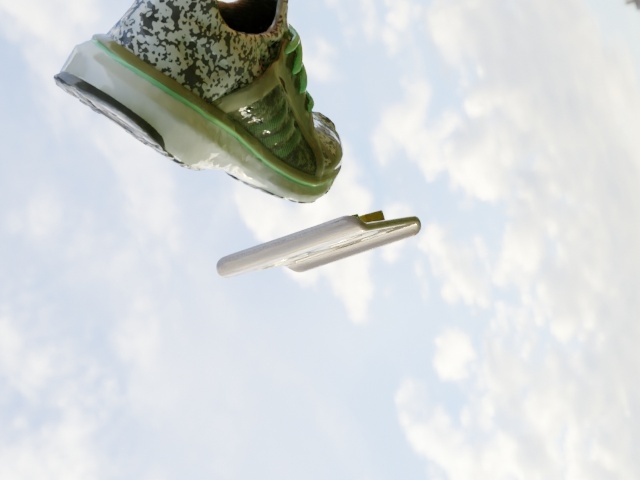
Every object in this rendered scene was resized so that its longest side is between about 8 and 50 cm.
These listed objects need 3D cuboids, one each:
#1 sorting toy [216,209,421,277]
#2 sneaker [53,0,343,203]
[{"bbox_3d":[0.000,0.000,1.554,0.208,0.193,0.038,1,-108,-65],"label":"sorting toy"},{"bbox_3d":[-0.057,-0.152,1.194,0.158,0.182,0.410,36,-170,21],"label":"sneaker"}]
